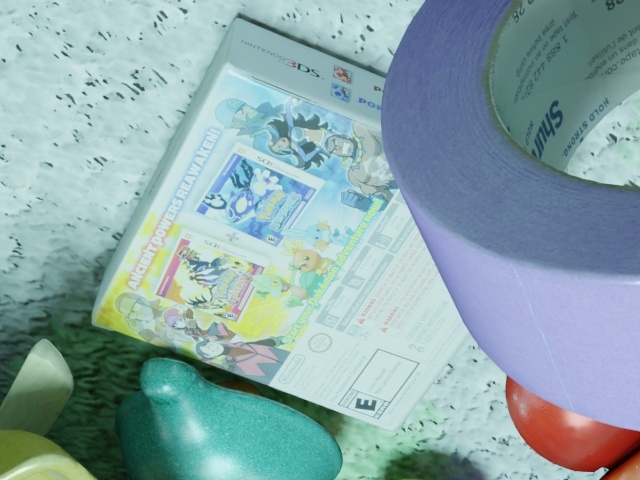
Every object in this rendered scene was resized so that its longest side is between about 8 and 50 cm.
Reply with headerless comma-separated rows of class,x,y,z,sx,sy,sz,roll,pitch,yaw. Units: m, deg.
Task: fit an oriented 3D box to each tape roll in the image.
tape roll,0.166,-0.055,0.727,0.275,0.275,0.090,-12,131,18

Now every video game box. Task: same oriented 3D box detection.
video game box,0.000,0.000,0.958,0.187,0.048,0.205,20,133,-14

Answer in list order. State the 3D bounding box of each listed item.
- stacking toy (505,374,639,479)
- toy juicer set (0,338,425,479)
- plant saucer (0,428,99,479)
stacking toy,0.224,0.170,0.967,0.330,0.141,0.141,52,127,8
toy juicer set,-0.080,0.134,1.079,0.329,0.089,0.209,31,144,-29
plant saucer,-0.208,0.241,1.036,0.333,0.081,0.332,-29,138,8
